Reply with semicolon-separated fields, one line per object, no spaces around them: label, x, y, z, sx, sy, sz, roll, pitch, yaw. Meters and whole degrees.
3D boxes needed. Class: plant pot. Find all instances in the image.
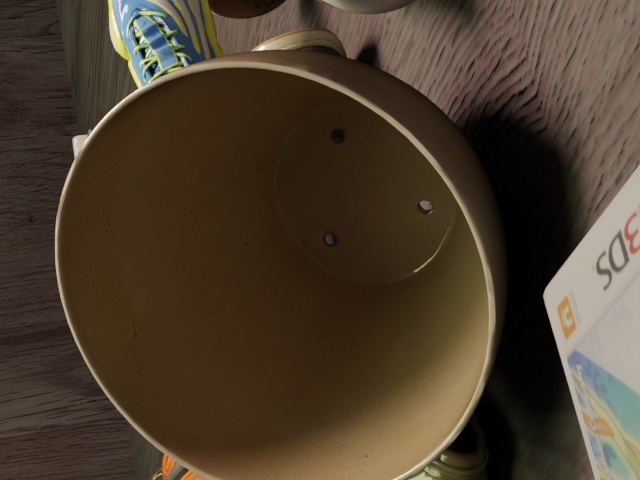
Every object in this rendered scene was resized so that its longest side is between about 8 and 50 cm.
plant pot;0.000;0.000;1.019;0.191;0.284;0.284;-44;-44;-61

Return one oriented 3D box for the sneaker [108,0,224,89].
sneaker;-0.115;-0.144;1.323;0.126;0.091;0.240;-169;61;-78

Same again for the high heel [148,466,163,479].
high heel;-0.068;0.321;1.530;0.093;0.186;0.261;103;156;-54

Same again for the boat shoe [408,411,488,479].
boat shoe;0.049;0.090;1.144;0.285;0.104;0.089;55;147;42

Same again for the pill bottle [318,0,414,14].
pill bottle;0.009;-0.223;1.086;0.208;0.117;0.118;-138;43;-70

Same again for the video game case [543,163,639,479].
video game case;0.191;0.111;0.676;0.300;0.036;0.329;111;149;-63

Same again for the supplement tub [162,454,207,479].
supplement tub;-0.018;0.278;1.262;0.338;0.207;0.207;-115;23;-54

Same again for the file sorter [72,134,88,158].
file sorter;-0.140;0.011;1.673;0.173;0.192;0.278;176;87;-74

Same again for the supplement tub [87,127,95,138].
supplement tub;-0.124;-0.084;1.534;0.106;0.198;0.106;174;90;-77

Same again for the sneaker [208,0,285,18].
sneaker;-0.046;-0.319;1.343;0.290;0.106;0.123;109;164;-49

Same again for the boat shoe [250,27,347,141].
boat shoe;-0.017;-0.073;1.325;0.285;0.103;0.092;102;152;-63
